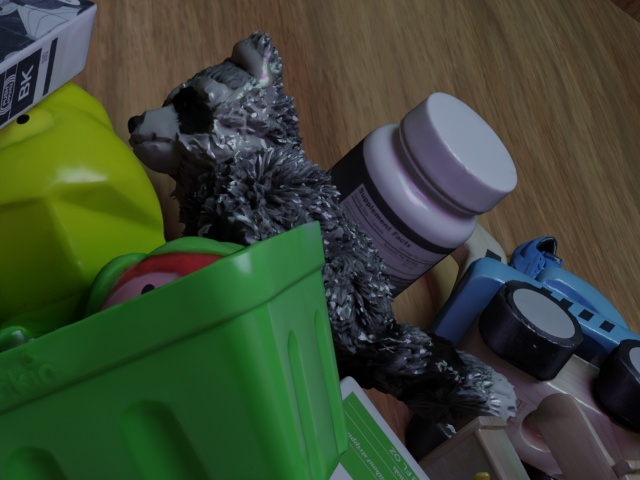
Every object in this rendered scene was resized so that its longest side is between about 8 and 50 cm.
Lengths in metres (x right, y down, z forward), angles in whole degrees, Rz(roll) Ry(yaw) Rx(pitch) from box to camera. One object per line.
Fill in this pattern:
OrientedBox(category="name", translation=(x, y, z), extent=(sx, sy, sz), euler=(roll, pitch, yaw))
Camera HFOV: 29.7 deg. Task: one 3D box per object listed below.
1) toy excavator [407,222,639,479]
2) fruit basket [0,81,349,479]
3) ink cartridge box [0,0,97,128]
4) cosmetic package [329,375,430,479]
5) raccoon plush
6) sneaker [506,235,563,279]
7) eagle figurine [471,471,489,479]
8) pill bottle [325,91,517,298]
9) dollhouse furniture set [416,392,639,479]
OrientedBox(category="toy excavator", translation=(0.219, 0.088, 1.494), extent=(0.433, 0.222, 0.445), euler=(28, 26, -2))
OrientedBox(category="fruit basket", translation=(-0.186, 0.043, 0.835), extent=(0.392, 0.392, 0.283), euler=(50, 11, 3))
OrientedBox(category="ink cartridge box", translation=(-0.291, -0.105, 0.754), extent=(0.165, 0.065, 0.332), euler=(24, 34, 6))
OrientedBox(category="cosmetic package", translation=(-0.043, 0.285, 0.981), extent=(0.197, 0.155, 0.365), euler=(53, 30, 1))
OrientedBox(category="raccoon plush", translation=(0.000, 0.000, 1.241), extent=(0.446, 0.216, 0.299), euler=(32, 51, -28))
OrientedBox(category="sneaker", translation=(0.310, 0.058, 1.769), extent=(0.069, 0.082, 0.209), euler=(44, 32, -12))
OrientedBox(category="eagle figurine", translation=(0.113, 0.252, 0.857), extent=(0.226, 0.298, 0.225), euler=(3, 72, -74))
OrientedBox(category="pill bottle", translation=(0.071, -0.028, 1.355), extent=(0.161, 0.283, 0.161), euler=(33, 33, -25))
OrientedBox(category="dollhouse furniture set", translation=(0.270, 0.277, 1.247), extent=(0.355, 0.303, 0.174), euler=(9, 47, -48))
